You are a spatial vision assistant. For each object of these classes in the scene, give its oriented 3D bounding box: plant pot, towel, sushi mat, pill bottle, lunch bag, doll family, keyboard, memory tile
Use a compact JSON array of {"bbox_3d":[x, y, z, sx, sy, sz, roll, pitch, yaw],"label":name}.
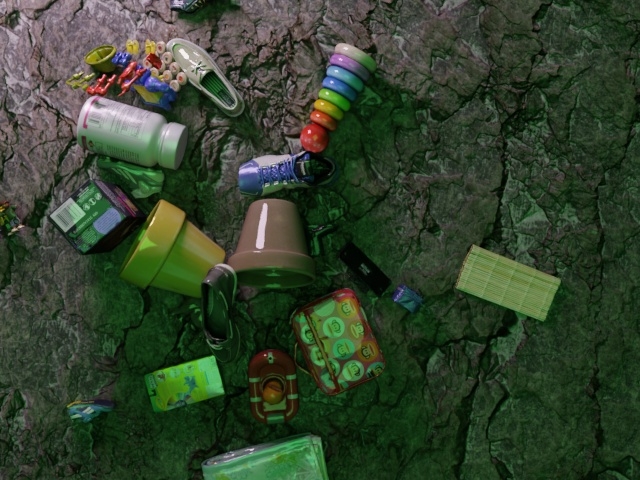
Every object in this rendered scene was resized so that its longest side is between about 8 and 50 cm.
[{"bbox_3d":[-0.138,0.006,1.745,0.263,0.263,0.229,3,74,-4],"label":"plant pot"},{"bbox_3d":[-0.149,0.784,1.816,0.374,0.090,0.320,-13,91,-3],"label":"towel"},{"bbox_3d":[0.599,0.136,1.892,0.316,0.019,0.151,21,90,-4],"label":"sushi mat"},{"bbox_3d":[-0.546,-0.309,1.738,0.283,0.160,0.160,16,90,-4],"label":"pill bottle"},{"bbox_3d":[0.037,0.313,1.813,0.258,0.120,0.293,-24,91,1],"label":"lunch bag"},{"bbox_3d":[0.278,0.183,1.846,0.098,0.067,0.065,35,89,-5],"label":"lunch bag"},{"bbox_3d":[-0.969,-0.056,1.758,0.193,0.076,0.111,-28,97,0],"label":"doll family"},{"bbox_3d":[0.126,0.100,1.860,0.192,0.038,0.100,45,65,-2],"label":"keyboard"},{"bbox_3d":[-0.470,-0.510,1.783,0.113,0.012,0.148,-33,93,34],"label":"memory tile"},{"bbox_3d":[-0.420,0.047,1.724,0.239,0.254,0.254,30,89,-20],"label":"plant pot"}]

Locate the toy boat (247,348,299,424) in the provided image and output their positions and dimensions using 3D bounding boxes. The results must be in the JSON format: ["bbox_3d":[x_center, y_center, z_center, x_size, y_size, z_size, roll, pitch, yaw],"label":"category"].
[{"bbox_3d":[-0.142,0.447,1.779,0.151,0.151,0.231,-5,91,-4],"label":"toy boat"}]

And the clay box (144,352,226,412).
[{"bbox_3d":[-0.412,0.434,1.811,0.222,0.053,0.127,-15,92,-2],"label":"clay box"}]

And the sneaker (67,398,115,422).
[{"bbox_3d":[-0.692,0.517,1.795,0.144,0.053,0.059,-4,90,5],"label":"sneaker"}]

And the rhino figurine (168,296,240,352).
[{"bbox_3d":[-0.337,0.264,1.804,0.243,0.073,0.106,42,92,-5],"label":"rhino figurine"}]

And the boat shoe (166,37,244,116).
[{"bbox_3d":[-0.344,-0.500,1.781,0.302,0.094,0.109,42,88,-3],"label":"boat shoe"}]

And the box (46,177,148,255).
[{"bbox_3d":[-0.623,-0.065,1.680,0.165,0.270,0.143,-41,93,-3],"label":"box"}]

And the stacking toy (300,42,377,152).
[{"bbox_3d":[0.036,-0.421,1.802,0.141,0.141,0.330,29,95,-4],"label":"stacking toy"}]

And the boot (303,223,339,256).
[{"bbox_3d":[0.000,0.000,1.836,0.121,0.045,0.099,-5,89,3],"label":"boot"}]

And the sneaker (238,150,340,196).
[{"bbox_3d":[-0.090,-0.211,1.759,0.315,0.182,0.127,-7,90,-4],"label":"sneaker"}]

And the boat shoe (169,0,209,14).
[{"bbox_3d":[-0.367,-0.729,1.796,0.183,0.065,0.083,5,93,2],"label":"boat shoe"}]

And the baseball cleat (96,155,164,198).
[{"bbox_3d":[-0.578,-0.184,1.783,0.206,0.072,0.109,12,97,0],"label":"baseball cleat"}]

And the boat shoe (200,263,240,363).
[{"bbox_3d":[-0.296,0.225,1.673,0.112,0.095,0.335,15,120,21],"label":"boat shoe"}]

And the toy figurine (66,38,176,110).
[{"bbox_3d":[-0.542,-0.440,1.733,0.217,0.362,0.191,44,70,-47],"label":"toy figurine"}]
